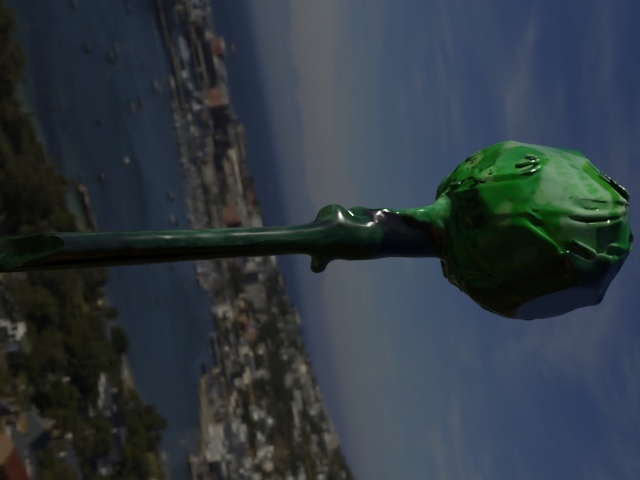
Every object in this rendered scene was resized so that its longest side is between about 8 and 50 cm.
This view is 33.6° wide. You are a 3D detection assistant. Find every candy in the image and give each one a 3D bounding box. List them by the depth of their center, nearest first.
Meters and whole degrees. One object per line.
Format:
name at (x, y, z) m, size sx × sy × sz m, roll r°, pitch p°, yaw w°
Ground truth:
candy at (-0.001, -0.002, 0.503) m, size 0.097 × 0.323 × 0.097 m, roll 178°, pitch -90°, yaw -72°
